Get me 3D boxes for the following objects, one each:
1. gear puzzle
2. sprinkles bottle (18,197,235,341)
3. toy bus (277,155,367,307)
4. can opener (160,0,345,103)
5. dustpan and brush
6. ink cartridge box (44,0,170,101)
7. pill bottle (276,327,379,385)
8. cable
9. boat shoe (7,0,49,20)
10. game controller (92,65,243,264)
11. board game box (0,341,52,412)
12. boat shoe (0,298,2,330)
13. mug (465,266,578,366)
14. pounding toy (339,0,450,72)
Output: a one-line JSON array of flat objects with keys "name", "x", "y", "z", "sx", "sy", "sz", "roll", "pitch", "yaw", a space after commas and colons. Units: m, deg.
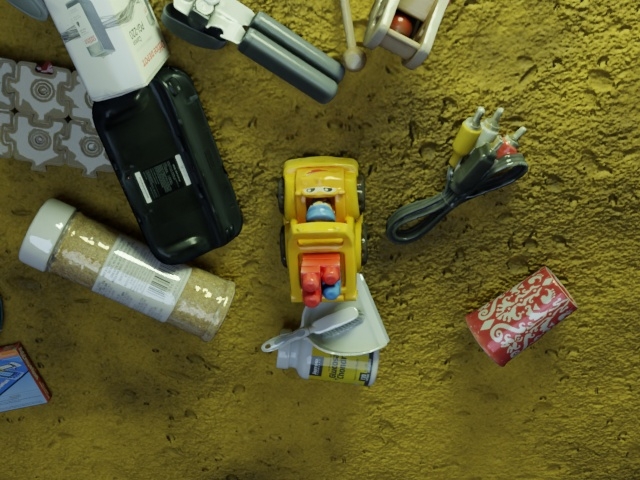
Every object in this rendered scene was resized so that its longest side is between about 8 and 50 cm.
[{"name": "gear puzzle", "x": -0.483, "y": -0.204, "z": 1.107, "sx": 0.339, "sy": 0.044, "sz": 0.175, "roll": 7, "pitch": 113, "yaw": -13}, {"name": "sprinkles bottle", "x": -0.329, "y": 0.055, "z": 1.229, "sx": 0.355, "sy": 0.121, "sz": 0.121, "roll": 27, "pitch": 118, "yaw": -13}, {"name": "toy bus", "x": 0.000, "y": 0.000, "z": 1.135, "sx": 0.149, "sy": 0.211, "sz": 0.220, "roll": -1, "pitch": 119, "yaw": 4}, {"name": "can opener", "x": -0.096, "y": -0.296, "z": 1.058, "sx": 0.280, "sy": 0.074, "sz": 0.093, "roll": 27, "pitch": 152, "yaw": -11}, {"name": "dustpan and brush", "x": -0.002, "y": 0.154, "z": 1.247, "sx": 0.211, "sy": 0.060, "sz": 0.147, "roll": -23, "pitch": 76, "yaw": 3}, {"name": "ink cartridge box", "x": -0.304, "y": -0.326, "z": 0.986, "sx": 0.092, "sy": 0.158, "sz": 0.218, "roll": -12, "pitch": 119, "yaw": 10}, {"name": "pill bottle", "x": 0.013, "y": 0.211, "z": 1.317, "sx": 0.184, "sy": 0.103, "sz": 0.103, "roll": 6, "pitch": 120, "yaw": -2}, {"name": "cable", "x": 0.228, "y": -0.094, "z": 1.178, "sx": 0.139, "sy": 0.072, "sz": 0.287, "roll": 19, "pitch": 133, "yaw": -28}, {"name": "boat shoe", "x": -0.467, "y": -0.440, "z": 0.959, "sx": 0.114, "sy": 0.091, "sz": 0.302, "roll": 3, "pitch": 141, "yaw": 53}, {"name": "game controller", "x": -0.239, "y": -0.112, "z": 1.140, "sx": 0.166, "sy": 0.067, "sz": 0.319, "roll": -22, "pitch": 118, "yaw": -10}, {"name": "board game box", "x": -0.707, "y": 0.295, "z": 1.437, "sx": 0.281, "sy": 0.027, "sz": 0.145, "roll": -12, "pitch": 120, "yaw": 9}, {"name": "boat shoe", "x": -0.665, "y": 0.198, "z": 1.326, "sx": 0.109, "sy": 0.089, "sz": 0.258, "roll": 18, "pitch": 107, "yaw": 0}, {"name": "mug", "x": 0.366, "y": 0.131, "z": 1.275, "sx": 0.169, "sy": 0.150, "sz": 0.113, "roll": -40, "pitch": 75, "yaw": 17}, {"name": "pounding toy", "x": 0.095, "y": -0.340, "z": 0.966, "sx": 0.155, "sy": 0.154, "sz": 0.269, "roll": 24, "pitch": 118, "yaw": -11}]
